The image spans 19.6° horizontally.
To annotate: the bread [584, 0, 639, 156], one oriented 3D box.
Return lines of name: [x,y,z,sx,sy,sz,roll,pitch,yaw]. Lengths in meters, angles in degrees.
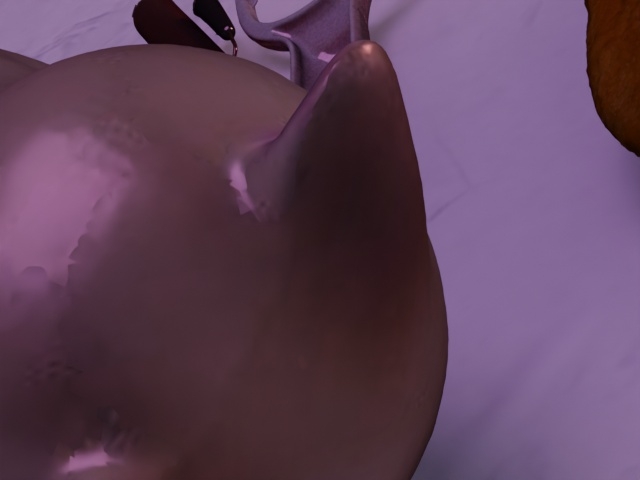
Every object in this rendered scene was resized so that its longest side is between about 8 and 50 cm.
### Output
bread: [0.170,-0.103,0.748,0.124,0.084,0.344,-43,22,29]

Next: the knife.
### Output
knife: [0.007,-0.093,0.911,0.123,0.053,0.278,-40,24,22]

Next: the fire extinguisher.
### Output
fire extinguisher: [-0.068,-0.111,1.035,0.049,0.035,0.173,-35,29,-3]

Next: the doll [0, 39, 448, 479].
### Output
doll: [-0.102,0.032,0.650,0.370,0.226,0.215,17,65,48]
